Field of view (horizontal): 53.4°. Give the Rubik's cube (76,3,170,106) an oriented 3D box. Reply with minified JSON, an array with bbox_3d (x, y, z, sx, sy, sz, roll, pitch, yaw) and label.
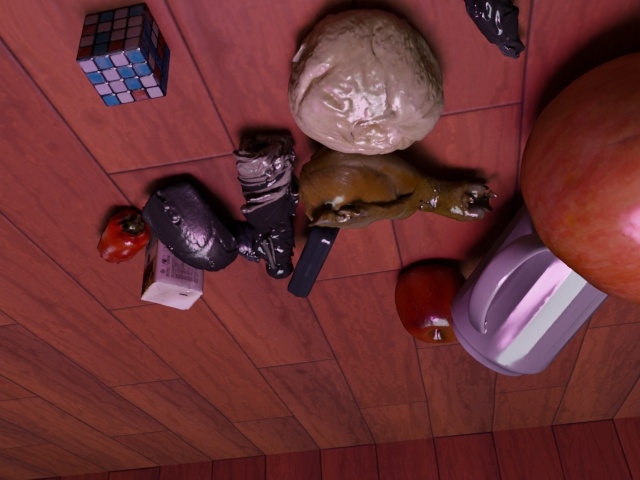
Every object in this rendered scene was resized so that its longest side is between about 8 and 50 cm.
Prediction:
[{"bbox_3d":[-0.272,-0.257,0.888,0.092,0.092,0.092,-8,147,7],"label":"Rubik's cube"}]

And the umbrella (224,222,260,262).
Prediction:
[{"bbox_3d":[-0.221,-0.014,1.299,0.224,0.080,0.071,16,177,-21],"label":"umbrella"}]

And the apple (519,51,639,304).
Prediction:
[{"bbox_3d":[0.505,-0.088,0.962,0.392,0.391,0.346,16,141,-27],"label":"apple"}]

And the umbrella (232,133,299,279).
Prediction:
[{"bbox_3d":[-0.087,-0.041,1.187,0.113,0.106,0.357,-9,139,-5],"label":"umbrella"}]

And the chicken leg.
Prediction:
[{"bbox_3d":[0.144,-0.084,1.131,0.430,0.201,0.152,5,104,-31],"label":"chicken leg"}]

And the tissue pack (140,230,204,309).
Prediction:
[{"bbox_3d":[-0.302,0.051,1.309,0.106,0.148,0.099,17,141,-29],"label":"tissue pack"}]

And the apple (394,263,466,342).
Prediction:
[{"bbox_3d":[0.264,0.146,1.495,0.181,0.168,0.181,3,150,2],"label":"apple"}]

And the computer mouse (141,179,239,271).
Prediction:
[{"bbox_3d":[-0.242,-0.017,1.217,0.122,0.073,0.217,-31,117,10],"label":"computer mouse"}]

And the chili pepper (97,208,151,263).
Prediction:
[{"bbox_3d":[-0.380,-0.015,1.258,0.084,0.086,0.192,40,144,-10],"label":"chili pepper"}]

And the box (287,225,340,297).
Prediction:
[{"bbox_3d":[0.000,0.000,1.257,0.050,0.160,0.230,24,144,0],"label":"box"}]

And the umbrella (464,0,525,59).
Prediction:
[{"bbox_3d":[0.226,-0.326,0.863,0.236,0.059,0.066,31,92,-45],"label":"umbrella"}]

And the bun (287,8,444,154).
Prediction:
[{"bbox_3d":[0.068,-0.218,0.933,0.244,0.153,0.243,-5,144,-3],"label":"bun"}]

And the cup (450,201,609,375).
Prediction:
[{"bbox_3d":[0.401,0.098,1.257,0.323,0.236,0.326,-3,134,-42],"label":"cup"}]
